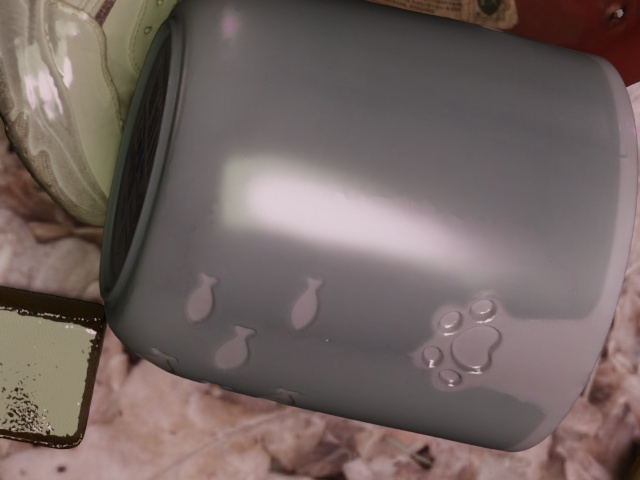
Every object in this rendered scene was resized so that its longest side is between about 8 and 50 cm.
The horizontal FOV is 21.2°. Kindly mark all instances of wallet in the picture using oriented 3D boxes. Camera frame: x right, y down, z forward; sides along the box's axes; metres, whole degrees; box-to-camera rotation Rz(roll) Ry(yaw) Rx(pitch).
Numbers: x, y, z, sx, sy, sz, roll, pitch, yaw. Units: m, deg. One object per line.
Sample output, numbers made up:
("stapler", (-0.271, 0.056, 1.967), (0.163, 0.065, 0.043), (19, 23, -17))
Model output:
("wallet", (-0.257, 0.081, 1.215), (0.198, 0.031, 0.110), (11, 95, -9))

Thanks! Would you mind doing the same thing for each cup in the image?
("cup", (0.000, 0.000, 1.101), (0.275, 0.356, 0.259), (14, 60, -15))

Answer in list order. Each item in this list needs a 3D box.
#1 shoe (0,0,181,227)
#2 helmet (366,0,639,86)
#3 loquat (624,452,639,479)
("shoe", (-0.134, -0.187, 1.153), (0.211, 0.132, 0.342), (-14, 94, -4))
("helmet", (0.119, -0.284, 1.104), (0.338, 0.230, 0.385), (15, 137, -18))
("loquat", (0.307, 0.210, 1.248), (0.152, 0.152, 0.195), (-47, 123, -1))
